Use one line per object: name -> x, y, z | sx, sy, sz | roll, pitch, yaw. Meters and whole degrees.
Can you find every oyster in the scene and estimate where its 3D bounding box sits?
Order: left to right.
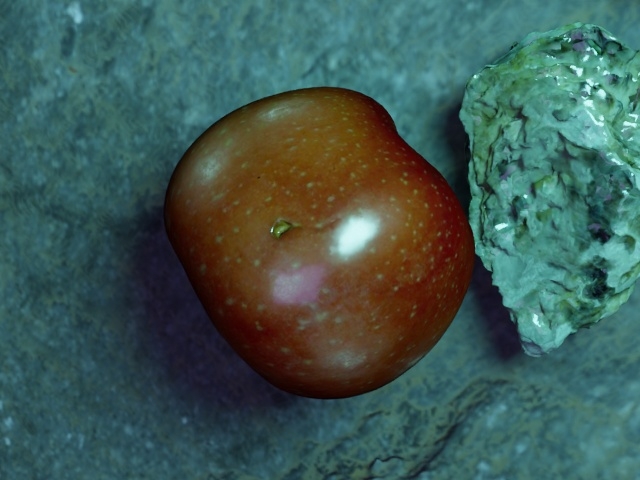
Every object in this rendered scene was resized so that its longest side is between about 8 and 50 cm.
oyster -> 0.209, -0.040, 0.893 | 0.198, 0.112, 0.267 | -17, 109, 22

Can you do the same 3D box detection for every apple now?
apple -> 0.000, 0.000, 0.893 | 0.216, 0.260, 0.260 | -34, 100, 1
